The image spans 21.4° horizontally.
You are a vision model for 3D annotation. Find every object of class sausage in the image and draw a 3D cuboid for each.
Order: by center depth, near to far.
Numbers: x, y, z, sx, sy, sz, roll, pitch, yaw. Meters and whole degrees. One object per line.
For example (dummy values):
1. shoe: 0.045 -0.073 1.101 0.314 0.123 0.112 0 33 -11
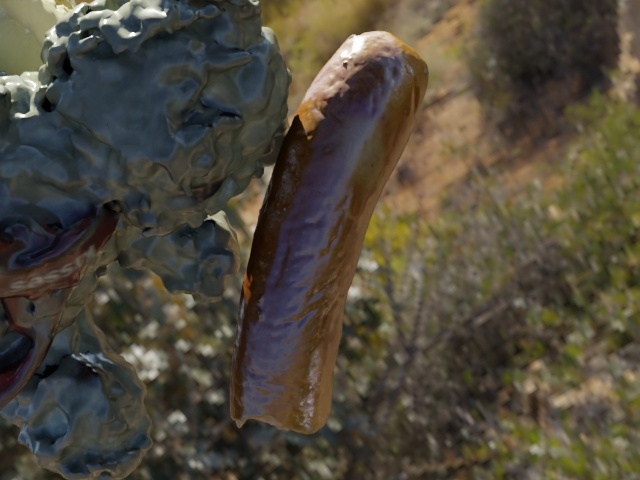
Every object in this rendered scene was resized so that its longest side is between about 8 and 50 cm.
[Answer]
1. sausage: -0.002 -0.001 1.183 0.076 0.103 0.302 19 98 27

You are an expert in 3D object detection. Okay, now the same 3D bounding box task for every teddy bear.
1. teddy bear: -0.166 -0.028 1.111 0.367 0.357 0.224 -39 53 19

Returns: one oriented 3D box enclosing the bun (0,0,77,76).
1. bun: -0.310 -0.171 1.325 0.202 0.364 0.364 -39 34 4
